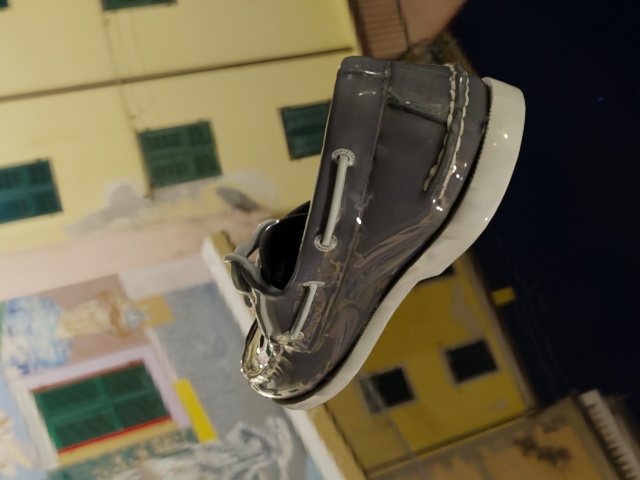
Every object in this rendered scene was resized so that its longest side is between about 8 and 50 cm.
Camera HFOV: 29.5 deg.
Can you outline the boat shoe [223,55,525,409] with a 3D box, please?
[{"bbox_3d":[0.000,0.000,0.447,0.206,0.064,0.075,127,-23,-54],"label":"boat shoe"}]
